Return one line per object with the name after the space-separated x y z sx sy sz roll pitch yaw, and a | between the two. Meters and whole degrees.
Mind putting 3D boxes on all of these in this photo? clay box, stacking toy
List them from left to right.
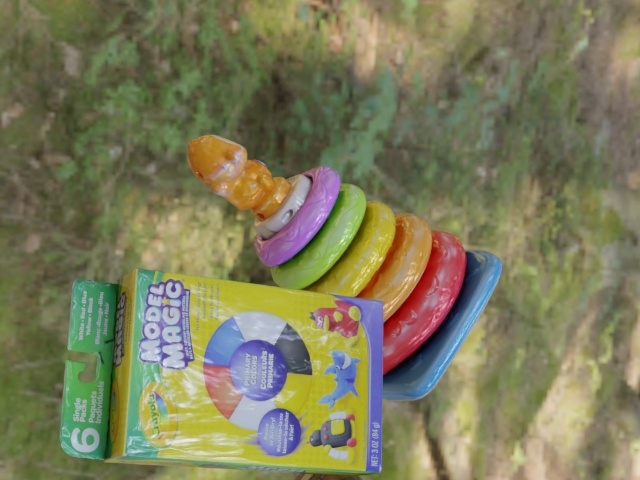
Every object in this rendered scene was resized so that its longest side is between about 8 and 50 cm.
-0.064 0.094 0.842 0.053 0.222 0.127 -25 -119 59 | clay box
0.000 0.000 1.102 0.165 0.302 0.175 -58 -161 -18 | stacking toy

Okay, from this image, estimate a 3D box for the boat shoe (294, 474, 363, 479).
0.077 0.316 1.152 0.095 0.257 0.095 -52 -162 -16 | boat shoe
